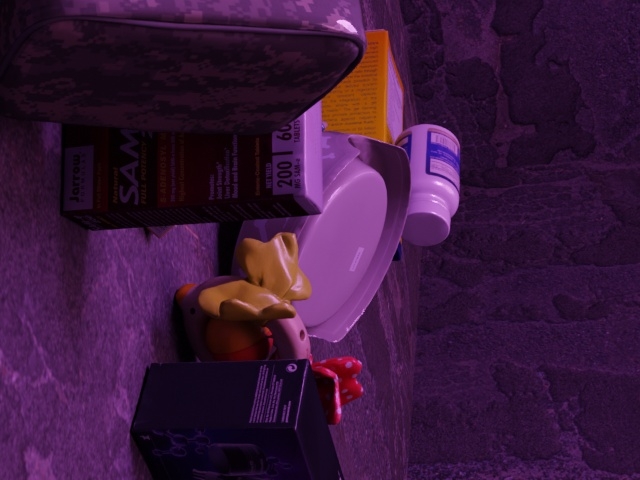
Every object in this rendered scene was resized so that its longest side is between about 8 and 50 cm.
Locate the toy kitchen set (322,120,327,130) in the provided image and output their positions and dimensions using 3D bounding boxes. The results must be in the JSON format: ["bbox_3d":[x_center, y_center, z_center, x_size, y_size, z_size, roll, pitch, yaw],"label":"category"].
[{"bbox_3d":[-0.086,-0.154,1.737,0.207,0.166,0.122,49,12,3],"label":"toy kitchen set"}]

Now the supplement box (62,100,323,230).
[{"bbox_3d":[-0.121,-0.085,1.095,0.073,0.239,0.130,42,45,-72],"label":"supplement box"}]

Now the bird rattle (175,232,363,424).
[{"bbox_3d":[-0.065,0.116,1.373,0.143,0.207,0.253,-58,133,-39],"label":"bird rattle"}]

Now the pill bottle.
[{"bbox_3d":[0.169,-0.088,1.861,0.112,0.112,0.187,73,19,-47],"label":"pill bottle"}]

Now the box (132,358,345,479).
[{"bbox_3d":[-0.083,0.255,1.307,0.103,0.184,0.261,-77,160,-44],"label":"box"}]

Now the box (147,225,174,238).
[{"bbox_3d":[-0.153,-0.066,1.330,0.028,0.081,0.136,44,29,-16],"label":"box"}]

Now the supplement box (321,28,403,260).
[{"bbox_3d":[0.034,-0.158,1.985,0.194,0.195,0.356,64,26,-61],"label":"supplement box"}]

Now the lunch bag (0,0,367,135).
[{"bbox_3d":[-0.135,-0.240,0.932,0.212,0.305,0.256,-38,-123,58],"label":"lunch bag"}]

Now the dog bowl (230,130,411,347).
[{"bbox_3d":[0.000,0.000,1.662,0.349,0.102,0.349,-45,150,-35],"label":"dog bowl"}]
